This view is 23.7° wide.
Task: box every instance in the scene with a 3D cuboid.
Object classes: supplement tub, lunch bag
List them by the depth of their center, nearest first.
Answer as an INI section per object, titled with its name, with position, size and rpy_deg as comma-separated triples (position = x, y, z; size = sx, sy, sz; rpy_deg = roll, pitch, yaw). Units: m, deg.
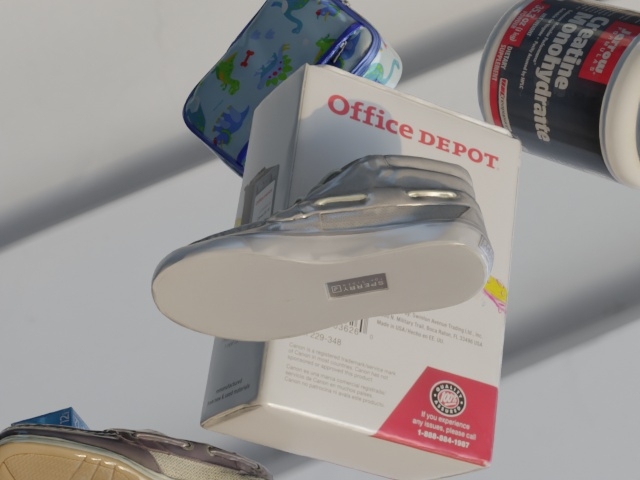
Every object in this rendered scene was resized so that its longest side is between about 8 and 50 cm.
[lunch bag]
position = -0.029, -0.163, 1.645
size = 0.176, 0.219, 0.090
rpy_deg = 45, 4, 36
[supplement tub]
position = 0.329, -0.165, 1.699
size = 0.272, 0.191, 0.191
rpy_deg = 23, -37, 45

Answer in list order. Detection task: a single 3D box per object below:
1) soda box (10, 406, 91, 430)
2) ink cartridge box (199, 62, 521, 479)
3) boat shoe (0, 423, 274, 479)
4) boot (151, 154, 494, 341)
[soda box]
position = -0.240, 0.255, 1.542
size = 0.210, 0.067, 0.071
rpy_deg = 64, 12, -51
[ink cartridge box]
position = 0.040, 0.034, 1.312
size = 0.131, 0.226, 0.306
rpy_deg = -32, -136, 57
[boat shoe]
position = -0.158, 0.211, 1.326
size = 0.103, 0.285, 0.092
rpy_deg = -61, -154, 26
[boot]
position = 0.000, 0.000, 1.181
size = 0.123, 0.258, 0.095
rpy_deg = -93, 179, -52
